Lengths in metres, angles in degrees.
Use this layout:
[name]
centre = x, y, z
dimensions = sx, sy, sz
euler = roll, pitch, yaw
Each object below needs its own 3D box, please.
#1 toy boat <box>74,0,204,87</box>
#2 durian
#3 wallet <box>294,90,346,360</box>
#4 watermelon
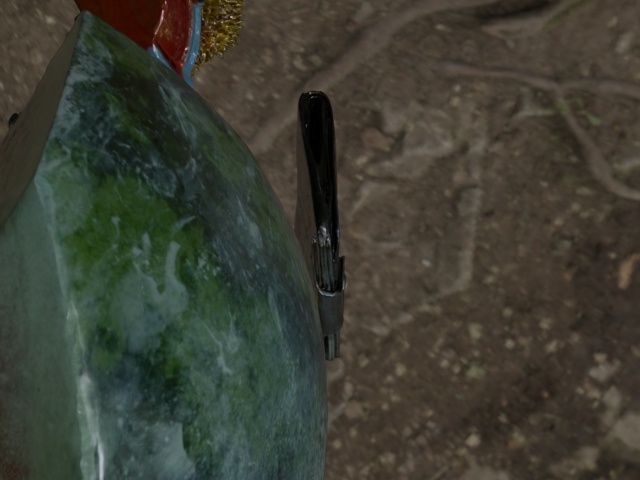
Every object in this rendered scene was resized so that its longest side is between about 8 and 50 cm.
[toy boat]
centre = -0.112, -0.166, 0.642
dimensions = 0.069, 0.059, 0.173
euler = -23, 88, 12
[durian]
centre = -0.150, -0.222, 1.109
dimensions = 0.137, 0.168, 0.158
euler = 33, 124, 12
[wallet]
centre = 0.000, 0.000, 1.167
dimensions = 0.045, 0.173, 0.318
euler = -6, 152, -4
[watermelon]
centre = -0.110, 0.101, 0.470
dimensions = 0.213, 0.290, 0.320
euler = 6, 152, 9
